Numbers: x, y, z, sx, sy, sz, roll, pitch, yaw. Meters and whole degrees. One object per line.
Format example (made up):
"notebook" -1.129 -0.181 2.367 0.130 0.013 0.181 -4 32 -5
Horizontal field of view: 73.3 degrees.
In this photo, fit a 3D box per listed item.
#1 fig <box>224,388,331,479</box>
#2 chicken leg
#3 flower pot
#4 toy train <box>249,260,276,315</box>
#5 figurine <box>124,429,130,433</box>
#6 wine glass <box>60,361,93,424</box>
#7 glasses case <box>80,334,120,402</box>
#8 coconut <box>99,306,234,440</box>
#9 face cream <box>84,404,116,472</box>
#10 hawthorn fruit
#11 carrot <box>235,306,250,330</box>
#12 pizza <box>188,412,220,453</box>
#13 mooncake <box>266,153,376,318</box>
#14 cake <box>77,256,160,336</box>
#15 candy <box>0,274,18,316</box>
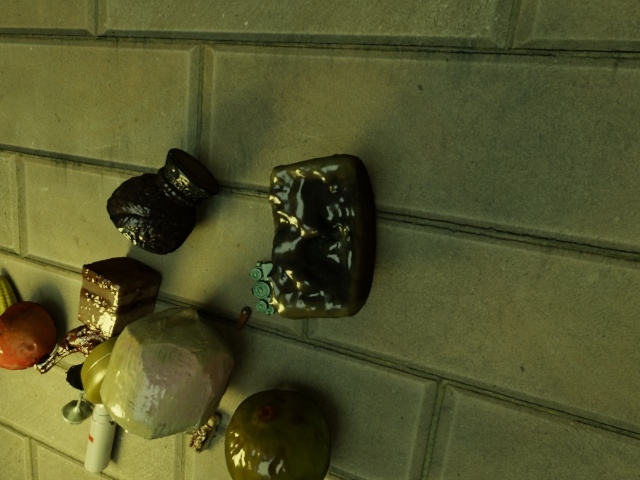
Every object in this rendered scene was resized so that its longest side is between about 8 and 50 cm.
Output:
"fig" -0.120 0.638 1.319 0.343 0.343 0.343 4 101 22
"chicken leg" -0.946 0.421 1.704 0.407 0.096 0.158 -18 68 8
"flower pot" -0.474 -0.131 1.351 0.267 0.266 0.266 -41 83 13
"toy train" -0.159 0.149 1.368 0.105 0.071 0.178 -8 95 13
"figurine" -0.733 0.685 1.684 0.132 0.132 0.153 24 121 16
"wine glass" -0.972 0.627 1.754 0.156 0.156 0.232 33 115 13
"glasses case" -0.762 0.484 1.565 0.371 0.173 0.141 -51 60 40
"coconut" -0.466 0.390 1.373 0.405 0.404 0.404 4 101 22
"face cream" -0.898 0.788 1.771 0.102 0.102 0.345 22 107 17
"hawthorn fruit" -1.202 0.414 1.751 0.276 0.276 0.307 -17 115 24
"carrot" -0.263 0.265 1.452 0.032 0.032 0.093 33 113 14
"pizza" -0.449 0.708 1.588 0.154 0.069 0.193 9 102 20
"mooncake" 0.000 0.000 1.095 0.246 0.394 0.393 -1 139 25
"cake" -0.730 0.223 1.543 0.199 0.196 0.293 23 106 15
"candy" -1.383 0.245 1.875 0.106 0.094 0.198 -19 85 25
